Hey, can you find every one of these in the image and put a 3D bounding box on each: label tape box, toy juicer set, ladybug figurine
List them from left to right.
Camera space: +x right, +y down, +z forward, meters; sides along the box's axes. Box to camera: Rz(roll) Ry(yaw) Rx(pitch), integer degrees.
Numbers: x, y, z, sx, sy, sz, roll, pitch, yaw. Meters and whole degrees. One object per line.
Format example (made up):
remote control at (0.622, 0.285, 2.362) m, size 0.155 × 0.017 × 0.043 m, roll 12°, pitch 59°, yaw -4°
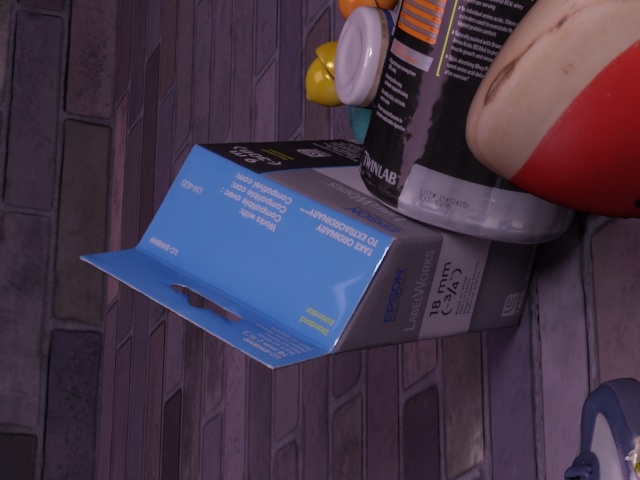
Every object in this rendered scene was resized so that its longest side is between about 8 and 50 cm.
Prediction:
label tape box at (0.000, 0.000, 1.594) m, size 0.240 × 0.333 × 0.106 m, roll 26°, pitch 110°, yaw 36°
toy juicer set at (0.062, -0.126, 1.826) m, size 0.089 × 0.209 × 0.329 m, roll 17°, pitch 104°, yaw 28°
ladybug figurine at (0.253, -0.138, 1.195) m, size 0.162 × 0.305 × 0.449 m, roll 50°, pitch 157°, yaw 5°

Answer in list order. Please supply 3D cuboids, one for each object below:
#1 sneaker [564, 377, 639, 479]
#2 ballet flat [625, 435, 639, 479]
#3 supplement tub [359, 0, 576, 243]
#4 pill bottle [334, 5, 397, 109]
sneaker at (0.186, 0.253, 1.356) m, size 0.112 × 0.131 × 0.319 m, roll 117°, pitch 158°, yaw -71°
ballet flat at (0.285, 0.114, 1.234) m, size 0.241 × 0.077 × 0.091 m, roll 122°, pitch 152°, yaw -47°
supplement tub at (0.158, -0.172, 1.540) m, size 0.193 × 0.193 × 0.316 m, roll -127°, pitch 49°, yaw -64°
pill bottle at (0.106, -0.159, 1.714) m, size 0.094 × 0.169 × 0.094 m, roll -172°, pitch 90°, yaw -71°
